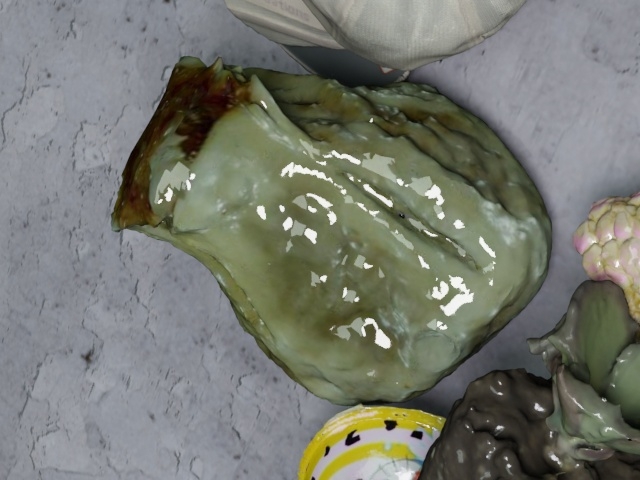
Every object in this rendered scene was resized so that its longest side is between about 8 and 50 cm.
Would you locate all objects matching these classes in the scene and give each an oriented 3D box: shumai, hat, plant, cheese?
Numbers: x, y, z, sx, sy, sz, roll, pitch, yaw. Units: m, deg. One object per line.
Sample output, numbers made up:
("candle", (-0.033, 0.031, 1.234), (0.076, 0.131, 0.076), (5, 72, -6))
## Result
("shumai", (0.000, 0.000, 0.906), (0.261, 0.222, 0.225), (28, 106, 31))
("hat", (0.024, -0.220, 0.932), (0.275, 0.161, 0.231), (10, 92, 41))
("plant", (0.137, 0.128, 0.785), (0.203, 0.131, 0.142), (-58, 43, 42))
("cheese", (0.085, 0.159, 0.918), (0.250, 0.064, 0.156), (-30, 105, 25))

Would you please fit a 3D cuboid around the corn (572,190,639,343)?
("corn", (0.292, 0.002, 0.735), (0.335, 0.127, 0.126), (-7, 85, 38))
